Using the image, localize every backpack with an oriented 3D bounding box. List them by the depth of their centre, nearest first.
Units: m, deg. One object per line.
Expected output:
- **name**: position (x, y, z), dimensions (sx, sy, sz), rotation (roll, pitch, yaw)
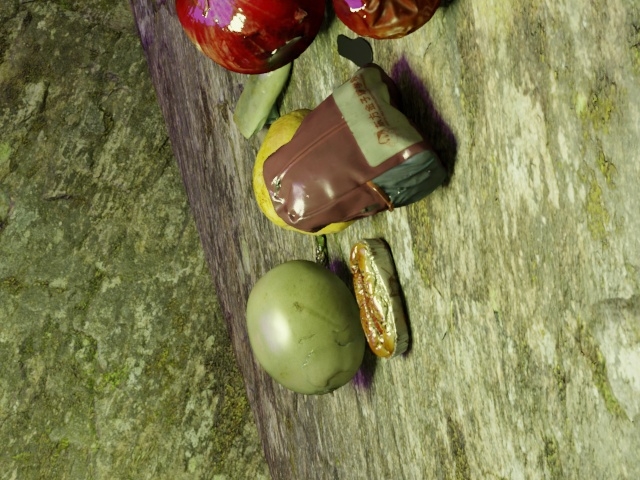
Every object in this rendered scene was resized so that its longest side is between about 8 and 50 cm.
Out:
- **backpack**: position (0.049, -0.141, 1.871), dimensions (0.197, 0.317, 0.283), rotation (45, -165, -49)

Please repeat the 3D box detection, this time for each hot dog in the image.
- **hot dog**: position (0.122, 0.125, 2.146), dimensions (0.144, 0.075, 0.268), rotation (144, 111, -66)

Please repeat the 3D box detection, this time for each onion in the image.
- **onion**: position (-0.138, -0.520, 2.159), dimensions (0.341, 0.341, 0.341), rotation (169, 90, -71)

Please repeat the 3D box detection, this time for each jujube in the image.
- **jujube**: position (0.093, -0.487, 1.728), dimensions (0.342, 0.216, 0.216), rotation (-112, 21, -45)

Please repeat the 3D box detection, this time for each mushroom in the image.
- **mushroom**: position (-0.142, -0.395, 2.540), dimensions (0.100, 0.081, 0.312), rotation (59, 141, 27)
- **mushroom**: position (-0.135, -0.260, 2.684), dimensions (0.071, 0.084, 0.209), rotation (-44, 40, 19)

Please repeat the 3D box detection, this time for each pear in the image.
- **pear**: position (-0.017, -0.146, 2.111), dimensions (0.271, 0.271, 0.271), rotation (169, 90, -71)

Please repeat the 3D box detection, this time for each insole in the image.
- **insole**: position (0.070, -0.400, 2.104), dimensions (0.188, 0.004, 0.064), rotation (-139, 42, -61)

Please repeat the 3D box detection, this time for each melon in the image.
- **melon**: position (-0.033, 0.212, 2.344), dimensions (0.330, 0.268, 0.268), rotation (63, 159, 8)

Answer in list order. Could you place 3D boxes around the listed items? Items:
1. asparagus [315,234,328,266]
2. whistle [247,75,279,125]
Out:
- **asparagus**: position (0.000, 0.000, 2.494), dimensions (0.036, 0.030, 0.165), rotation (20, 120, 56)
- **whistle**: position (-0.171, -0.462, 2.672), dimensions (0.062, 0.062, 0.312), rotation (150, 108, -70)
